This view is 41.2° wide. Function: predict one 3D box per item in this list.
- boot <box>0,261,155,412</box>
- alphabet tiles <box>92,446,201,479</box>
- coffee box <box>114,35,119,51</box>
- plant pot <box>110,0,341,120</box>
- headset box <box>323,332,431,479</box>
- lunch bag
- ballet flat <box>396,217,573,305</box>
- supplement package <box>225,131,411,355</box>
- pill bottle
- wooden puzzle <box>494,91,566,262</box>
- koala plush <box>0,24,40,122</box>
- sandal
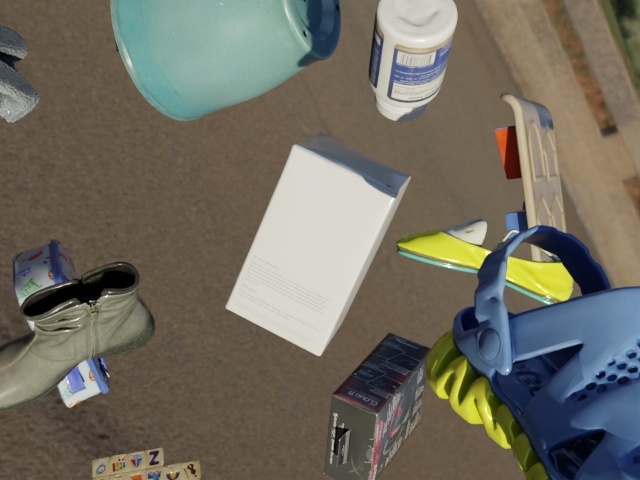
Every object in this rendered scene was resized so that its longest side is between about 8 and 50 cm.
[{"bbox_3d":[-0.316,0.103,0.978,0.083,0.246,0.161,60,-11,25],"label":"boot"},{"bbox_3d":[-0.360,0.533,1.762,0.009,0.237,0.198,67,13,-62],"label":"alphabet tiles"},{"bbox_3d":[-0.384,-0.478,1.681,0.113,0.040,0.184,-86,178,-53],"label":"coffee box"},{"bbox_3d":[-0.118,-0.331,1.242,0.271,0.255,0.272,25,61,-60],"label":"plant pot"},{"bbox_3d":[0.115,0.365,1.787,0.293,0.110,0.218,-39,141,-50],"label":"headset box"},{"bbox_3d":[-0.502,0.168,1.667,0.243,0.115,0.303,-129,-159,-56],"label":"lunch bag"},{"bbox_3d":[0.213,0.016,1.076,0.077,0.231,0.077,-87,-164,-85],"label":"ballet flat"},{"bbox_3d":[0.000,0.000,1.374,0.177,0.293,0.175,27,18,7],"label":"supplement package"},{"bbox_3d":[0.076,-0.157,0.733,0.120,0.067,0.067,94,-7,-62],"label":"pill bottle"},{"bbox_3d":[0.405,-0.100,1.624,0.322,0.080,0.348,-12,90,-65],"label":"wooden puzzle"},{"bbox_3d":[-0.696,-0.305,1.624,0.203,0.221,0.196,24,42,-56],"label":"koala plush"},{"bbox_3d":[0.172,0.087,0.507,0.126,0.317,0.138,2,109,-29],"label":"sandal"}]
